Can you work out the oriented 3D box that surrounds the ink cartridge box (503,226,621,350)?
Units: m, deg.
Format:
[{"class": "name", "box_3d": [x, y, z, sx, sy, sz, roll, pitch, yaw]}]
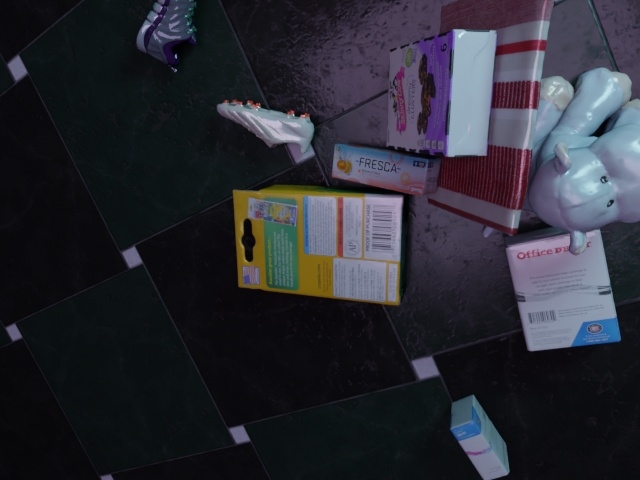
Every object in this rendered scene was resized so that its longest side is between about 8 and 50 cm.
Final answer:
[{"class": "ink cartridge box", "box_3d": [0.398, 0.076, 0.779, 0.140, 0.082, 0.190, -12, 99, 21]}]

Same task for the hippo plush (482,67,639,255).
[{"class": "hippo plush", "box_3d": [0.354, -0.120, 0.656, 0.295, 0.236, 0.234, -14, 100, 21]}]

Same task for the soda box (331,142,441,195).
[{"class": "soda box", "box_3d": [0.110, -0.126, 0.807, 0.183, 0.058, 0.062, 17, 111, 33]}]

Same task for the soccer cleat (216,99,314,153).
[{"class": "soccer cleat", "box_3d": [-0.109, -0.216, 0.881, 0.197, 0.068, 0.076, 16, 112, 11]}]

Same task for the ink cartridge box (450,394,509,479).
[{"class": "ink cartridge box", "box_3d": [0.302, 0.374, 0.888, 0.052, 0.088, 0.122, -34, 92, 23]}]

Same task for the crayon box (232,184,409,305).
[{"class": "crayon box", "box_3d": [0.000, 0.000, 0.893, 0.323, 0.083, 0.202, 4, 106, 17]}]

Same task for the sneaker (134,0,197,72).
[{"class": "sneaker", "box_3d": [-0.255, -0.432, 0.878, 0.098, 0.083, 0.223, 34, 119, -15]}]

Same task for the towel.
[{"class": "towel", "box_3d": [0.239, -0.194, 0.691, 0.037, 0.237, 0.328, -3, 107, -15]}]

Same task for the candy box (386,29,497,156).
[{"class": "candy box", "box_3d": [0.173, -0.217, 0.713, 0.070, 0.196, 0.164, -5, 105, -16]}]
